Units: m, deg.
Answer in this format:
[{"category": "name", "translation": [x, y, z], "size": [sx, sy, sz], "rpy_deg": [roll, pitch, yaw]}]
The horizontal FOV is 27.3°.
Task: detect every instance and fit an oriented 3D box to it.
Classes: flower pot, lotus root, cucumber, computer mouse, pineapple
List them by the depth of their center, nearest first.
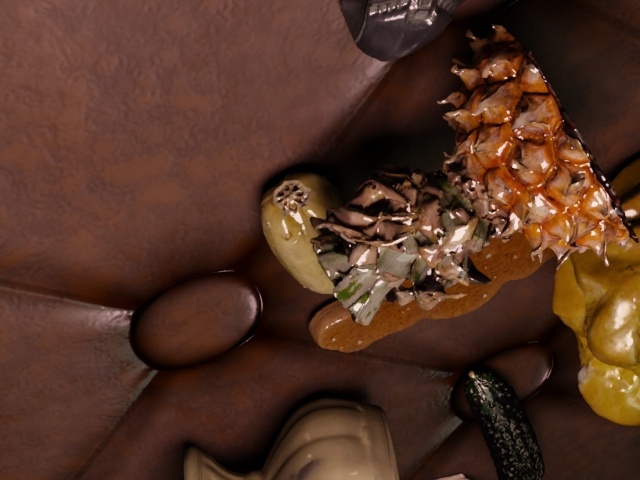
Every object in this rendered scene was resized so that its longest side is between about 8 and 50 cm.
[{"category": "computer mouse", "translation": [0.082, -0.229, 1.155], "size": [0.106, 0.062, 0.192], "rpy_deg": [-6, 137, -25]}, {"category": "pineapple", "translation": [0.118, -0.035, 1.242], "size": [0.271, 0.262, 0.262], "rpy_deg": [-32, 140, 8]}, {"category": "lotus root", "translation": [0.000, -0.001, 1.343], "size": [0.090, 0.077, 0.183], "rpy_deg": [-27, 138, 11]}, {"category": "flower pot", "translation": [-0.033, 0.343, 1.552], "size": [0.244, 0.307, 0.307], "rpy_deg": [-3, 138, -3]}, {"category": "cucumber", "translation": [0.245, 0.252, 1.760], "size": [0.072, 0.072, 0.300], "rpy_deg": [-27, 141, 0]}]

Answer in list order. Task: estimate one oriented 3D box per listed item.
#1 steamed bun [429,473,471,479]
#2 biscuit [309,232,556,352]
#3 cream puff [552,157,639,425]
[{"category": "steamed bun", "translation": [0.135, 0.448, 1.839], "size": [0.241, 0.164, 0.146], "rpy_deg": [-15, 140, -16]}, {"category": "biscuit", "translation": [0.132, 0.030, 1.477], "size": [0.320, 0.047, 0.183], "rpy_deg": [-35, 138, 9]}, {"category": "cream puff", "translation": [0.394, 0.042, 1.508], "size": [0.323, 0.270, 0.274], "rpy_deg": [-34, -178, -17]}]
